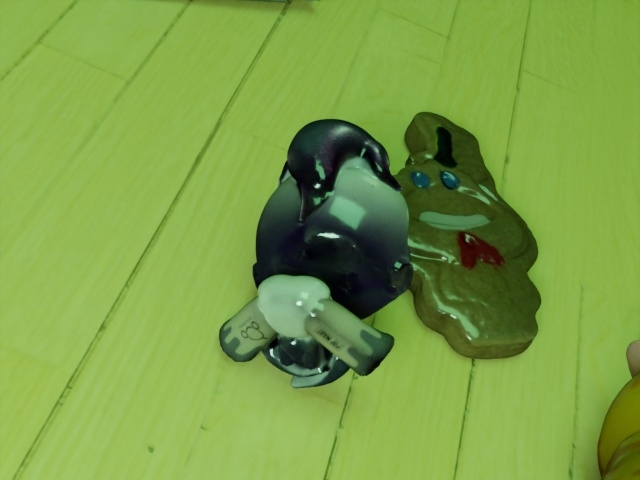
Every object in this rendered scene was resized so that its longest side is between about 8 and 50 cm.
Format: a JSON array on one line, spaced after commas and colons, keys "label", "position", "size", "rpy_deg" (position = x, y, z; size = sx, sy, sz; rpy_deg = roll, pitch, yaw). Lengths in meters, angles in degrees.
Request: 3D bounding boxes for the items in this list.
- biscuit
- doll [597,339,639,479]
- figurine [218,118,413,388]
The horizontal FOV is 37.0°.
[{"label": "biscuit", "position": [0.127, -0.022, 0.943], "size": [0.183, 0.047, 0.320], "rpy_deg": [20, 41, -10]}, {"label": "doll", "position": [0.274, 0.196, 0.712], "size": [0.166, 0.162, 0.269], "rpy_deg": [19, 30, 15]}, {"label": "figurine", "position": [0.000, 0.000, 0.787], "size": [0.145, 0.145, 0.222], "rpy_deg": [22, 48, -4]}]
